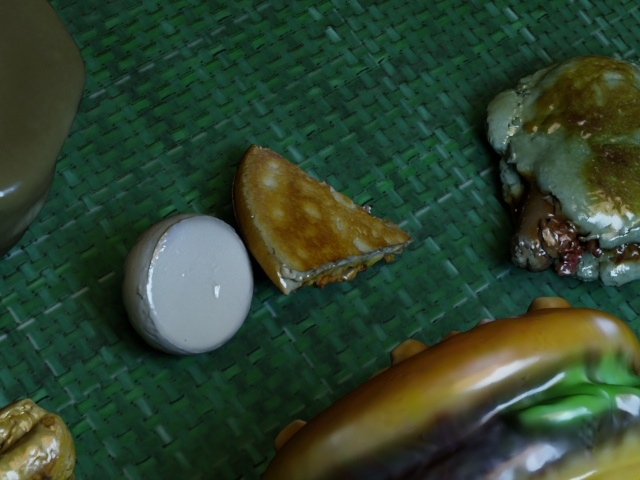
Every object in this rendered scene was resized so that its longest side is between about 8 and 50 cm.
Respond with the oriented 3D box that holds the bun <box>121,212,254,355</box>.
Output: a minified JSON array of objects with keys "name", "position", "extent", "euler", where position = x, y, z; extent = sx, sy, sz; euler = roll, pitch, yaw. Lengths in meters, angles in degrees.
[{"name":"bun","position":[-0.138,0.041,1.723],"extent":[0.138,0.094,0.138],"euler":[2,88,-44]}]

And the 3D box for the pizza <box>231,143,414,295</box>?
[{"name":"pizza","position":[0.000,0.000,1.794],"extent":[0.193,0.053,0.201],"euler":[18,35,-20]}]

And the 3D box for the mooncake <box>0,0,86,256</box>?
[{"name":"mooncake","position":[-0.413,-0.124,1.658],"extent":[0.378,0.201,0.378],"euler":[10,60,-18]}]

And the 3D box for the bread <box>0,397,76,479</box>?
[{"name":"bread","position":[-0.264,0.219,1.525],"extent":[0.114,0.211,0.083],"euler":[-36,69,-28]}]

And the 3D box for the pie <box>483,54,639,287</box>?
[{"name":"pie","position":[0.305,-0.079,1.903],"extent":[0.257,0.105,0.274],"euler":[-5,58,-6]}]

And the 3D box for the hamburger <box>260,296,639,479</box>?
[{"name":"hamburger","position":[0.134,0.219,1.553],"extent":[0.395,0.396,0.277],"euler":[-18,72,-25]}]
